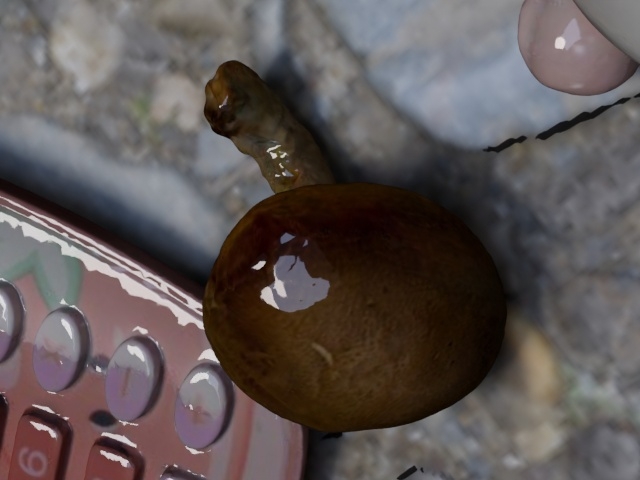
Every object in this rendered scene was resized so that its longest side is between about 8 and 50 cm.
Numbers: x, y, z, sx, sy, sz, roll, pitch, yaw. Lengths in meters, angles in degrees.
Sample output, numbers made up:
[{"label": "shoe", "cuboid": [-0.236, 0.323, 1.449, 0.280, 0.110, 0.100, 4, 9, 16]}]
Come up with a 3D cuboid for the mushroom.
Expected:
[{"label": "mushroom", "cuboid": [-0.005, 0.005, 0.504, 0.129, 0.073, 0.088, 52, 126, 5]}]

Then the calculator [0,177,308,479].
[{"label": "calculator", "cuboid": [-0.147, 0.073, 0.610, 0.330, 0.048, 0.220, 21, 110, 17]}]

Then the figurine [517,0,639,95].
[{"label": "figurine", "cuboid": [0.074, -0.118, 0.398, 0.257, 0.144, 0.182, 18, 106, 17]}]
